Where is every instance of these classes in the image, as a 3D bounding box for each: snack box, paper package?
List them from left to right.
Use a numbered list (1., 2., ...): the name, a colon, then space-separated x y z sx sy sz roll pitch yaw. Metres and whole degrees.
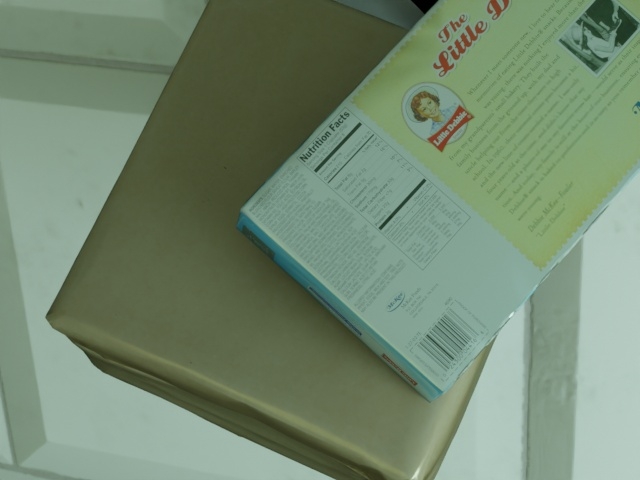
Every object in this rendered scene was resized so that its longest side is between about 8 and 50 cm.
1. paper package: 0.000 0.000 1.177 0.309 0.324 0.168 23 166 8
2. snack box: 0.116 -0.068 1.071 0.187 0.322 0.060 42 167 4

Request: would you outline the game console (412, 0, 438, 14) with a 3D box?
1. game console: 0.106 -0.243 1.178 0.361 0.044 0.213 45 125 -7
